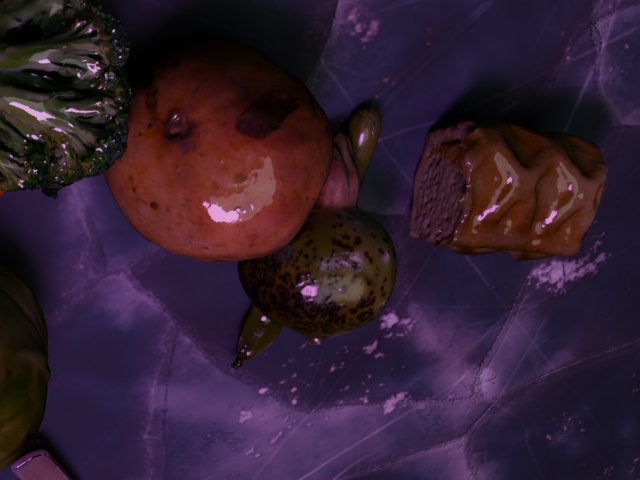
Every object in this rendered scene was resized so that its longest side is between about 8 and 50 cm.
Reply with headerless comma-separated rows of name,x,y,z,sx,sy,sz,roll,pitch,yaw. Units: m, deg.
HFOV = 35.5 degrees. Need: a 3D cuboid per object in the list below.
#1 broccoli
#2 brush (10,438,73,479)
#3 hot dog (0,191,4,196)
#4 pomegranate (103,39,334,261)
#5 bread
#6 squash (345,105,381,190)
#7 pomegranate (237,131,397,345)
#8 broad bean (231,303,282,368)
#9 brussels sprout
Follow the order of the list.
broccoli,-0.331,-0.186,1.070,0.254,0.269,0.269,-17,136,25
brush,-0.404,0.413,1.594,0.060,0.050,0.321,-28,138,-9
hot dog,-0.510,-0.050,1.193,0.269,0.072,0.115,-22,130,-9
pomegranate,-0.125,-0.100,1.221,0.281,0.281,0.281,-13,127,-18
bread,0.268,-0.070,1.478,0.252,0.238,0.196,1,85,-21
squash,0.044,-0.110,1.439,0.052,0.052,0.183,3,124,-28
pomegranate,0.004,0.000,1.395,0.222,0.276,0.204,6,159,14
broad bean,-0.080,0.108,1.530,0.070,0.048,0.213,24,107,-35
brussels sprout,-0.478,0.169,1.219,0.315,0.276,0.371,-28,147,-17
